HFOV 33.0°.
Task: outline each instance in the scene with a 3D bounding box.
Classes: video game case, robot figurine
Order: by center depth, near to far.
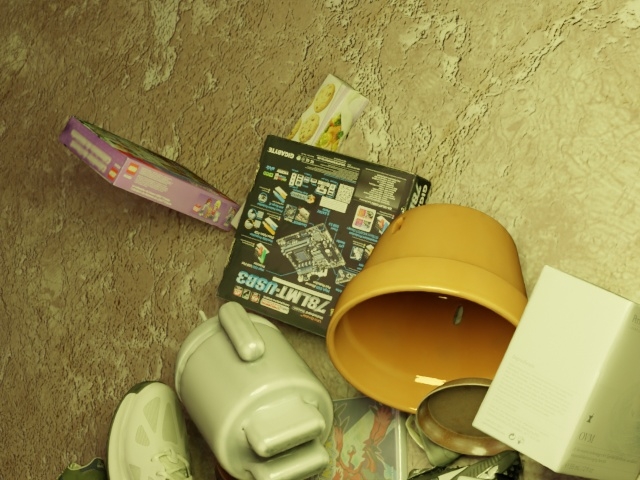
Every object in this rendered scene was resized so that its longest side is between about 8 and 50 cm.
[{"bbox_3d":[0.055,0.346,1.691,0.184,0.023,0.201,-13,68,36],"label":"video game case"},{"bbox_3d":[-0.112,0.245,1.723,0.353,0.200,0.299,45,144,51],"label":"robot figurine"}]

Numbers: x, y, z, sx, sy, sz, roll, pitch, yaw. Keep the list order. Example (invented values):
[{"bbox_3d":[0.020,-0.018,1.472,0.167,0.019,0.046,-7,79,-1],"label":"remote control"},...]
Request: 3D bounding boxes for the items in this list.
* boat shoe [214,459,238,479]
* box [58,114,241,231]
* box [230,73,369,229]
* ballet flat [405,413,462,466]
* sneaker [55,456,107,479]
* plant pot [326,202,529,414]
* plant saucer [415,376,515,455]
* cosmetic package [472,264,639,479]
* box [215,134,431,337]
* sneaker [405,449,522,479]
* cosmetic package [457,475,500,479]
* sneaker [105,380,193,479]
[{"bbox_3d":[-0.114,0.440,1.777,0.073,0.073,0.207,100,149,-44],"label":"boat shoe"},{"bbox_3d":[-0.304,-0.118,1.952,0.201,0.293,0.057,34,97,41],"label":"box"},{"bbox_3d":[-0.037,-0.137,1.891,0.324,0.063,0.067,-55,51,12],"label":"box"},{"bbox_3d":[0.144,0.242,1.620,0.068,0.072,0.213,-44,53,27],"label":"ballet flat"},{"bbox_3d":[-0.476,0.470,2.067,0.192,0.064,0.086,-24,55,32],"label":"sneaker"},{"bbox_3d":[0.168,0.086,1.519,0.291,0.291,0.203,-21,37,33],"label":"plant pot"},{"bbox_3d":[0.217,0.240,1.493,0.168,0.168,0.029,-25,35,32],"label":"plant saucer"},{"bbox_3d":[0.344,0.176,1.373,0.138,0.224,0.224,24,92,42],"label":"cosmetic package"},{"bbox_3d":[0.000,0.000,1.768,0.296,0.073,0.293,17,92,30],"label":"box"},{"bbox_3d":[0.174,0.354,1.536,0.234,0.078,0.106,-41,54,12],"label":"sneaker"},{"bbox_3d":[0.274,0.394,1.388,0.152,0.184,0.151,3,78,39],"label":"cosmetic package"},{"bbox_3d":[-0.211,0.441,1.776,0.258,0.169,0.447,-17,70,39],"label":"sneaker"}]
